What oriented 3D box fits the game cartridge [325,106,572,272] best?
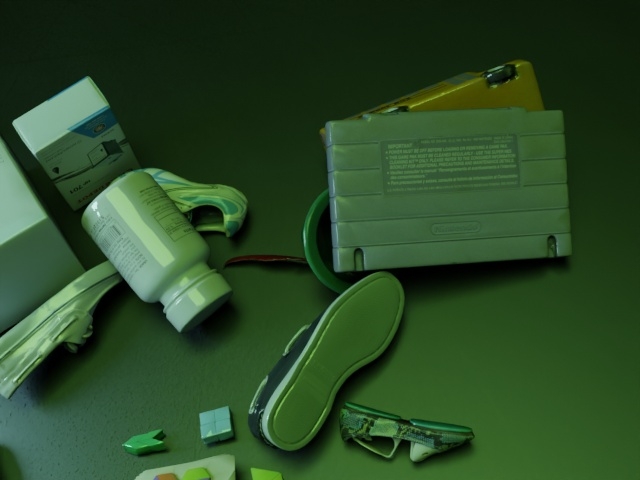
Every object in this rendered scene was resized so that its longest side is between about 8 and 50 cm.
[{"bbox_3d":[0.188,-0.077,1.431,0.355,0.068,0.230,-3,85,-8],"label":"game cartridge"}]

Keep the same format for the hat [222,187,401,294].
[{"bbox_3d":[0.000,0.000,1.522,0.208,0.183,0.173,26,74,-26],"label":"hat"}]

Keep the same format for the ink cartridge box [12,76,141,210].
[{"bbox_3d":[-0.386,-0.152,1.566,0.139,0.190,0.082,-34,64,-10],"label":"ink cartridge box"}]

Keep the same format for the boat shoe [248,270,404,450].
[{"bbox_3d":[0.004,0.162,1.390,0.302,0.091,0.114,-46,110,-23],"label":"boat shoe"}]

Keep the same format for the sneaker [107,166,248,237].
[{"bbox_3d":[-0.235,-0.057,1.551,0.237,0.085,0.086,9,45,12],"label":"sneaker"}]

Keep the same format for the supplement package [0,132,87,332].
[{"bbox_3d":[-0.528,-0.026,1.513,0.199,0.198,0.262,-32,62,-11],"label":"supplement package"}]

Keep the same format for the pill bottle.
[{"bbox_3d":[-0.241,0.020,1.464,0.131,0.131,0.229,-38,82,-13],"label":"pill bottle"}]

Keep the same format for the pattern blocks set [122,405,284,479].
[{"bbox_3d":[-0.182,0.372,1.294,0.285,0.026,0.325,-22,44,-6],"label":"pattern blocks set"}]

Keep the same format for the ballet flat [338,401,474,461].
[{"bbox_3d":[0.116,0.272,1.345,0.188,0.070,0.070,10,63,15],"label":"ballet flat"}]

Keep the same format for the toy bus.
[{"bbox_3d":[0.176,-0.181,1.527,0.333,0.130,0.108,-22,104,-4],"label":"toy bus"}]

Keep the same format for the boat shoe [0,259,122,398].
[{"bbox_3d":[-0.391,0.131,1.474,0.267,0.096,0.088,-41,93,-27],"label":"boat shoe"}]
